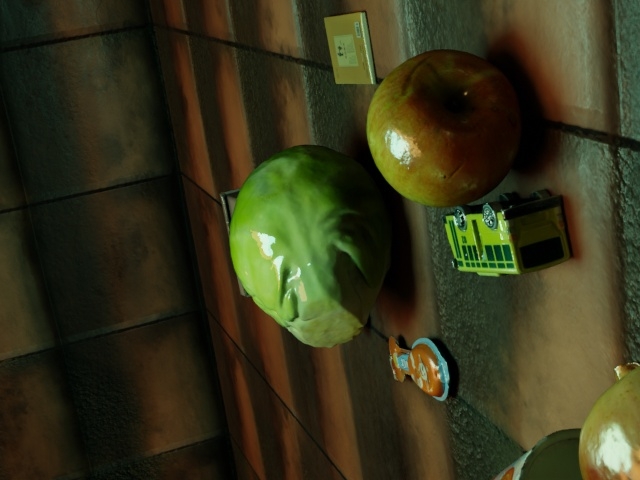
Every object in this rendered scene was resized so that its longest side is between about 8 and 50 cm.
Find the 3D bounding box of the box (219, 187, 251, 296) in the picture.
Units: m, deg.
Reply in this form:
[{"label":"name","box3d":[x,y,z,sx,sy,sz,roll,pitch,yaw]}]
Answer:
[{"label":"box","box3d":[-0.072,-0.014,2.020,0.086,0.215,0.215,11,114,62]}]

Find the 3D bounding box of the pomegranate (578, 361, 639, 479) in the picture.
[{"label":"pomegranate","box3d":[0.339,0.198,0.955,0.191,0.191,0.191,166,90,-73]}]

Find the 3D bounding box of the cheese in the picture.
[{"label":"cheese","box3d":[0.165,0.213,1.741,0.256,0.037,0.106,176,82,-72]}]

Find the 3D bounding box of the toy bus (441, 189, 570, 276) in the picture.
[{"label":"toy bus","box3d":[0.228,-0.006,1.284,0.175,0.088,0.101,177,78,-71]}]

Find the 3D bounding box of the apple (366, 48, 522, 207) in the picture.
[{"label":"apple","box3d":[0.150,-0.133,1.261,0.196,0.196,0.196,166,90,-73]}]

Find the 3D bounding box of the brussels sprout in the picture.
[{"label":"brussels sprout","box3d":[0.000,0.000,1.743,0.268,0.344,0.344,-27,75,38]}]

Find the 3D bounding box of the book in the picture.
[{"label":"book","box3d":[0.049,-0.323,1.730,0.172,0.012,0.118,-155,53,-68]}]

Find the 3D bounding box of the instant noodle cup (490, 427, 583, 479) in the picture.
[{"label":"instant noodle cup","box3d":[0.275,0.356,1.198,0.231,0.243,0.243,111,142,-52]}]
